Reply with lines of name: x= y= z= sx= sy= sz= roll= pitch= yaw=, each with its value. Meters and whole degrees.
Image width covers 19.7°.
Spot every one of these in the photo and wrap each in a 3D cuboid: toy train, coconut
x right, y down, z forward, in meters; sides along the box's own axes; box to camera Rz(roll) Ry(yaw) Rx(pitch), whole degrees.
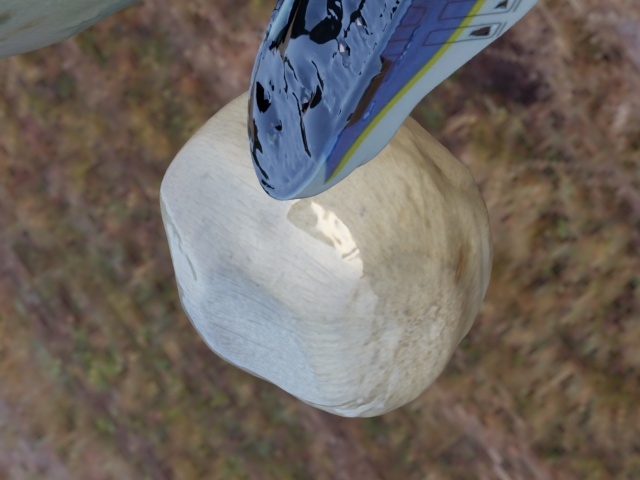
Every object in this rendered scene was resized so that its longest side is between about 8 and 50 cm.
toy train: x=0.032 y=-0.080 z=0.473 sx=0.234 sy=0.051 sz=0.052 roll=119 pitch=137 yaw=-56
coconut: x=0.000 y=0.000 z=1.173 sx=0.224 sy=0.224 sz=0.224 roll=48 pitch=161 yaw=22

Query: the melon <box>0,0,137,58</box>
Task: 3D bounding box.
melon: x=-0.150 y=-0.177 z=0.575 sx=0.308 sy=0.272 sz=0.272 roll=16 pitch=-176 yaw=-30
